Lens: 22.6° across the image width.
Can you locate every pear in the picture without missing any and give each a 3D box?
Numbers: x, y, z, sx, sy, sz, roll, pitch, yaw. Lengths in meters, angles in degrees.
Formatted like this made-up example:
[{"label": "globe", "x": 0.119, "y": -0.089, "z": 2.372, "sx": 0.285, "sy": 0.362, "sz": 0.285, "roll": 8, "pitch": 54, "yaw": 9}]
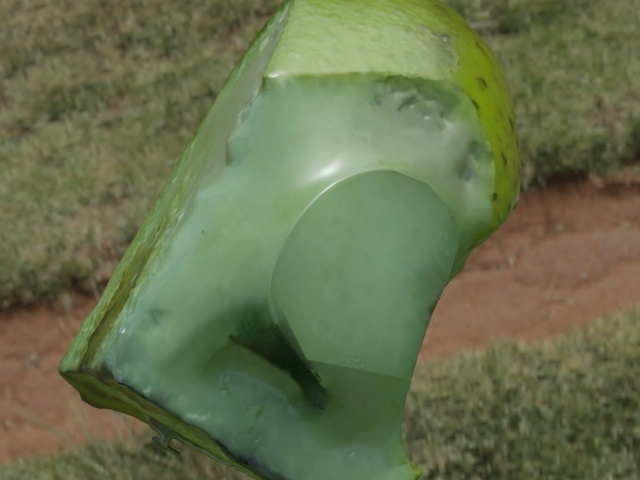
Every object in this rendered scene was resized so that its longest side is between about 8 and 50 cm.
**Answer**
[{"label": "pear", "x": 0.000, "y": 0.000, "z": 0.872, "sx": 0.176, "sy": 0.286, "sz": 0.282, "roll": 28, "pitch": 79, "yaw": -11}]
